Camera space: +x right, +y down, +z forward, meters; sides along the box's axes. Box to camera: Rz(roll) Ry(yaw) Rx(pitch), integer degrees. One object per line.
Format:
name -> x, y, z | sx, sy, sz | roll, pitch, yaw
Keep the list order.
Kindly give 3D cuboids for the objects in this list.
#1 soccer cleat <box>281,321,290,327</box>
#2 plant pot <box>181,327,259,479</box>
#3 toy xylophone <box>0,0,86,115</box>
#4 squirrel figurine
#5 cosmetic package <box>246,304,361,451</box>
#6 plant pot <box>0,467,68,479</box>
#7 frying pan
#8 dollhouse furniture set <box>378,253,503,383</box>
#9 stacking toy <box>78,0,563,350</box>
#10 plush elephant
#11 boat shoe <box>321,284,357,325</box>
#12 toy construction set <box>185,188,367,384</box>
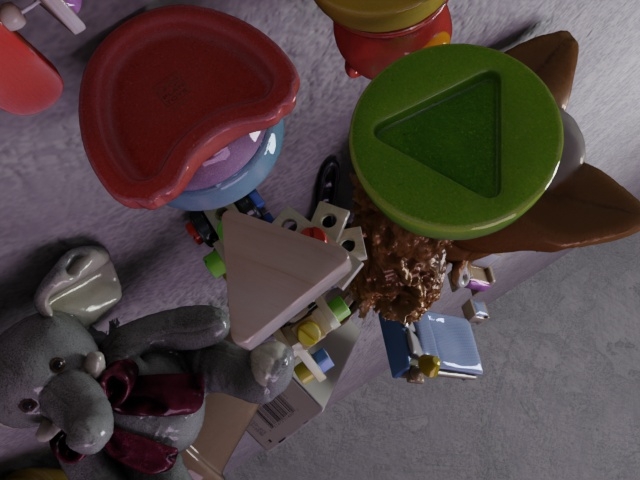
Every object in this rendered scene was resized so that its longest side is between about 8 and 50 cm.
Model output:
soccer cleat -> -0.078, 0.160, 1.294 | 0.083, 0.029, 0.035 | -38, 165, 26
plant pot -> -0.201, 0.257, 1.049 | 0.229, 0.263, 0.263 | -45, 165, -18
toy xylophone -> -0.273, -0.073, 0.342 | 0.322, 0.081, 0.236 | -36, 161, 7
squirrel figurine -> 0.198, -0.049, 0.956 | 0.396, 0.281, 0.370 | -22, 170, -11
cosmetic package -> -0.039, 0.250, 1.268 | 0.160, 0.113, 0.309 | -42, -176, 23
plant pot -> -0.553, 0.513, 1.089 | 0.254, 0.254, 0.239 | -39, 145, 15
frying pan -> 0.024, 0.002, 0.986 | 0.197, 0.053, 0.326 | 1, 148, -32
dollhouse furniture set -> 0.282, 0.125, 1.246 | 0.286, 0.304, 0.198 | 13, 139, -27
stacking toy -> 0.005, -0.079, 0.483 | 0.308, 0.280, 0.130 | -29, 159, -2
plush elephant -> -0.234, 0.162, 0.690 | 0.272, 0.330, 0.255 | -61, 150, -1
boat shoe -> 0.108, 0.052, 1.221 | 0.302, 0.098, 0.109 | -43, 159, 26
toy construction set -> -0.048, 0.047, 0.782 | 0.151, 0.215, 0.328 | -28, 160, -16
